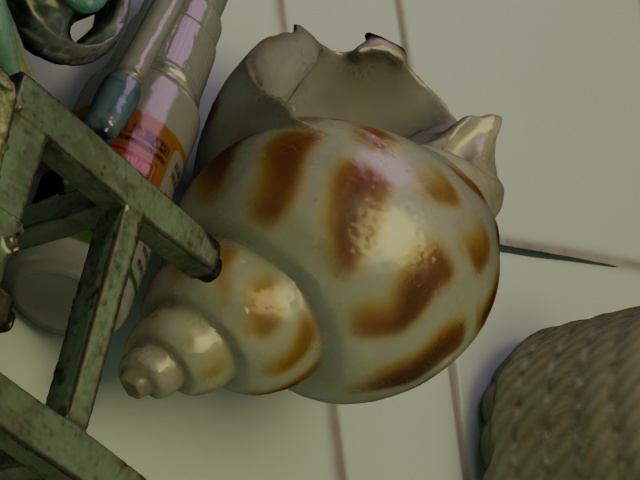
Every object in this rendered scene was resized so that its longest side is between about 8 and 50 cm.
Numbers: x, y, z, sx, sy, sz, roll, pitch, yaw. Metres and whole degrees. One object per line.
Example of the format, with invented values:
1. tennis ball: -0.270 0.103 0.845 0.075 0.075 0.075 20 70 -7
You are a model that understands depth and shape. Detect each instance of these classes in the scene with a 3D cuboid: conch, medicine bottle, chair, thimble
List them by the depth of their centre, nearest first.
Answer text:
1. chair: -0.177 0.001 0.695 0.270 0.147 0.136 44 46 -38
2. medicine bottle: -0.088 -0.063 0.895 0.061 0.092 0.221 17 51 0
3. conch: 0.000 0.000 0.935 0.182 0.149 0.275 35 23 18
4. thimble: 0.204 0.149 1.163 0.219 0.150 0.219 27 56 -48

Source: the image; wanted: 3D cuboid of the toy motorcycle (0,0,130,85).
1. toy motorcycle: -0.186 -0.175 0.786 0.296 0.109 0.198 53 43 -26
